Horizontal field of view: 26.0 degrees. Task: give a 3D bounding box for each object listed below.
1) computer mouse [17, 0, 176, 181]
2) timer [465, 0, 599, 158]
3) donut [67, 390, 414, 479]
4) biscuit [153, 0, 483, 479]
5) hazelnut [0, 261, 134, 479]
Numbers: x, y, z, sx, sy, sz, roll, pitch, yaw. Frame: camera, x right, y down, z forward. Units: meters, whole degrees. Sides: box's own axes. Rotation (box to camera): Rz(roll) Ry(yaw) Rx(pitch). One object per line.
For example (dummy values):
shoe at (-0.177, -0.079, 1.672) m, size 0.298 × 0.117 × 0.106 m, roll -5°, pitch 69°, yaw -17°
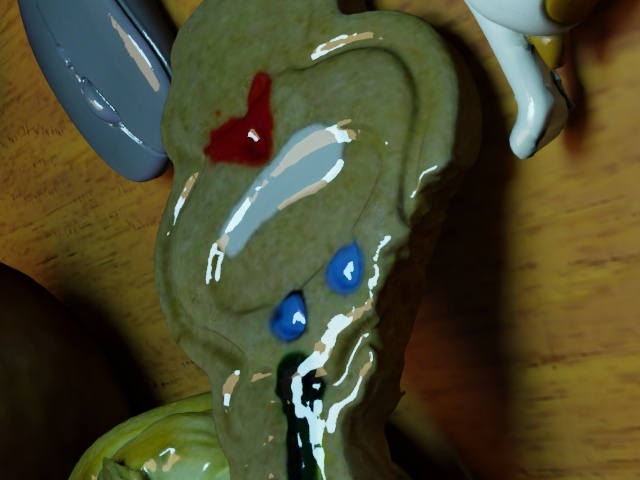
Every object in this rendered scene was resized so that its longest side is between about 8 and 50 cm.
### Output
computer mouse at (-0.150, -0.144, 0.874) m, size 0.232 × 0.057 × 0.120 m, roll 62°, pitch 148°, yaw 21°
timer at (0.016, -0.162, 0.532) m, size 0.266 × 0.175 × 0.175 m, roll 45°, pitch 142°, yaw 14°
donut at (-0.016, 0.255, 0.735) m, size 0.360 × 0.170 × 0.360 m, roll 27°, pitch 123°, yaw 52°
biscuit at (-0.007, 0.005, 0.619) m, size 0.183 × 0.047 × 0.320 m, roll -17°, pitch 66°, yaw 42°
hazelnut at (-0.298, 0.205, 0.988) m, size 0.402 × 0.402 × 0.429 m, roll 45°, pitch 127°, yaw 40°
